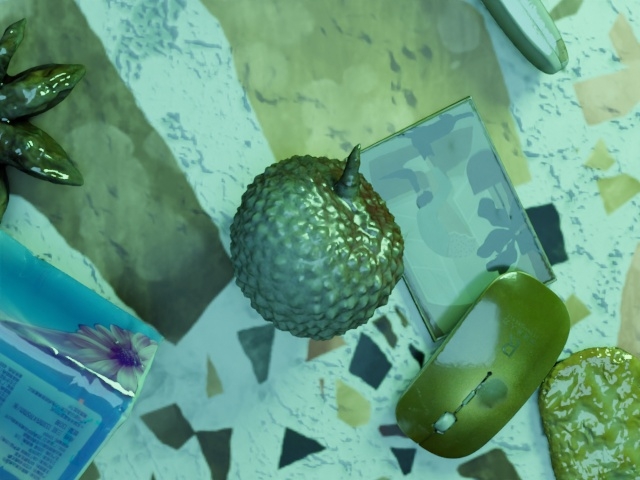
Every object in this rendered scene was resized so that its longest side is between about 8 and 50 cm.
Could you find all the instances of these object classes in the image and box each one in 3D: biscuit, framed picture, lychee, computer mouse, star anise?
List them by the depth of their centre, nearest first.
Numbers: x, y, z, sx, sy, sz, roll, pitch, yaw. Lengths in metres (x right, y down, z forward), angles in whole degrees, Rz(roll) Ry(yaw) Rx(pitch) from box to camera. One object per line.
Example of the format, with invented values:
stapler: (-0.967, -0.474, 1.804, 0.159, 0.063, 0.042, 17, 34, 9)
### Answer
lychee: (0.000, 0.000, 1.146, 0.165, 0.165, 0.197, 32, 127, -8)
star anise: (-0.313, -0.096, 1.151, 0.212, 0.073, 0.197, -5, 95, -2)
computer mouse: (0.156, 0.122, 1.232, 0.102, 0.045, 0.199, 38, 95, -12)
framed picture: (0.127, -0.019, 1.234, 0.136, 0.010, 0.201, -27, 98, -2)
biscuit: (0.292, 0.225, 1.271, 0.118, 0.029, 0.247, -18, 98, -3)

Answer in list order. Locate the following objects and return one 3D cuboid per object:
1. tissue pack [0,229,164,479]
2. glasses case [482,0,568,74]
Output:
tissue pack: (-0.301, 0.101, 1.120, 0.263, 0.146, 0.198, 34, 116, -9)
glasses case: (0.175, -0.224, 1.187, 0.041, 0.063, 0.164, -37, 98, 2)
